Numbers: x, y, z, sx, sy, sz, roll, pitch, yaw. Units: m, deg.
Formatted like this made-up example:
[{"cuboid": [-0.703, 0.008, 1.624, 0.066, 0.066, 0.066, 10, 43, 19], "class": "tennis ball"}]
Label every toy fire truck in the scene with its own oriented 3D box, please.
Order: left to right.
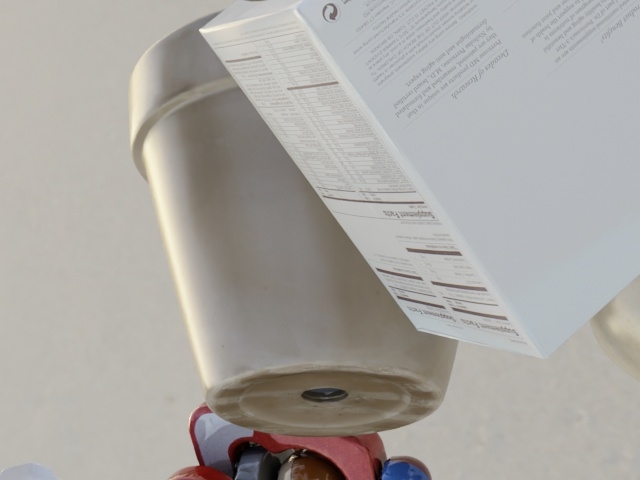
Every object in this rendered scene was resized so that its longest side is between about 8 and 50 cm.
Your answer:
[{"cuboid": [0.000, 0.279, 1.598, 0.254, 0.302, 0.169, -6, 16, 26], "class": "toy fire truck"}]

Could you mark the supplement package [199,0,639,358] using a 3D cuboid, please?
[{"cuboid": [0.098, -0.093, 1.109, 0.199, 0.262, 0.198, -40, 15, -15], "class": "supplement package"}]

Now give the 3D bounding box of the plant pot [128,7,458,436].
[{"cuboid": [0.000, 0.000, 1.408, 0.323, 0.323, 0.280, -33, 50, 50], "class": "plant pot"}]

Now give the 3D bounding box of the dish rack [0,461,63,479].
[{"cuboid": [-0.312, 0.292, 1.662, 0.286, 0.333, 0.072, 11, 103, 41], "class": "dish rack"}]

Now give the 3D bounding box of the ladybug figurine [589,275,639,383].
[{"cuboid": [0.427, 0.010, 1.304, 0.449, 0.305, 0.162, -23, 53, -5], "class": "ladybug figurine"}]
